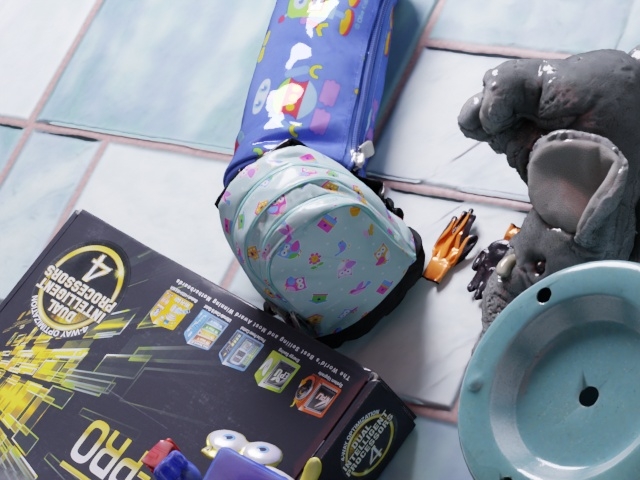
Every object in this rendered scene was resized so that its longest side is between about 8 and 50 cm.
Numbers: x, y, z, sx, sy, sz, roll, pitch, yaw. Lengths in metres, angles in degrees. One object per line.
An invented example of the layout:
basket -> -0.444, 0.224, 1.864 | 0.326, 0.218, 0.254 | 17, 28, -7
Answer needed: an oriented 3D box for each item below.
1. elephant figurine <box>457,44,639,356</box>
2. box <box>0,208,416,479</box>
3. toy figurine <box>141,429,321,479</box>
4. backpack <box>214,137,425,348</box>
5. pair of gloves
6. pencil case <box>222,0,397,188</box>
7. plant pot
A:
elephant figurine -> 0.209, -0.022, 1.565 | 0.169, 0.186, 0.239 | 1, 60, -21
box -> -0.161, 0.179, 1.655 | 0.395, 0.097, 0.318 | 28, 77, 39
toy figurine -> -0.015, 0.246, 1.370 | 0.362, 0.217, 0.191 | 28, 76, 20
backpack -> 0.000, 0.000, 1.625 | 0.152, 0.182, 0.115 | -46, 46, -2
pair of gloves -> 0.131, 0.012, 1.659 | 0.083, 0.010, 0.074 | 22, 77, 38
pencil case -> 0.006, -0.155, 1.778 | 0.133, 0.119, 0.306 | -5, 56, 30
plant pot -> 0.230, 0.145, 1.315 | 0.271, 0.255, 0.272 | -21, 52, 29
